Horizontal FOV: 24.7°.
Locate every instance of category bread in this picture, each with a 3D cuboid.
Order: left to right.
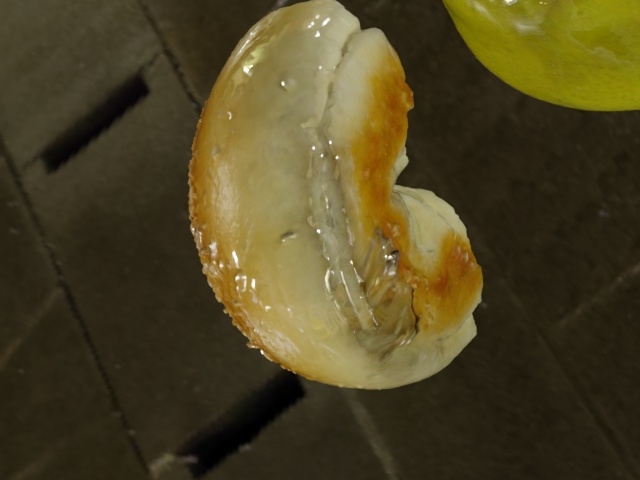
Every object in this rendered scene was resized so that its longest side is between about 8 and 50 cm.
[{"bbox_3d":[0.000,0.006,1.067,0.171,0.314,0.192,-5,42,30],"label":"bread"}]

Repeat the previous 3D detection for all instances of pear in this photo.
[{"bbox_3d":[0.140,-0.148,0.648,0.198,0.198,0.198,-10,68,26],"label":"pear"}]
